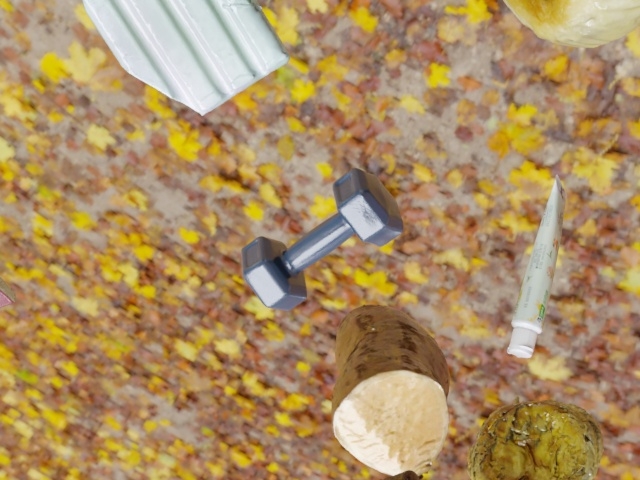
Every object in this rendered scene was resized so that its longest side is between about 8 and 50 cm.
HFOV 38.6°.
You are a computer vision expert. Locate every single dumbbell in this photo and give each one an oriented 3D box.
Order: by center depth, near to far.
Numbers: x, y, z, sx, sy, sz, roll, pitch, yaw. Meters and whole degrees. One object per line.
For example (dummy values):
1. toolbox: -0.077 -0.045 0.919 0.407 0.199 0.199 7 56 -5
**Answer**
1. dumbbell: 0.001 0.000 1.764 0.316 0.143 0.156 -35 96 20

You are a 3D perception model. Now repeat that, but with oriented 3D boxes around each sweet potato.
1. sweet potato: 0.080 0.139 1.047 0.131 0.336 0.131 1 106 3

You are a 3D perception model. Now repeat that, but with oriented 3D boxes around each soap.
1. soap: -0.279 -0.444 1.613 0.261 0.156 0.446 -32 107 4

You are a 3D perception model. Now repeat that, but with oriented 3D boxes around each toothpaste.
1. toothpaste: 0.373 0.044 1.540 0.056 0.314 0.058 22 161 -11

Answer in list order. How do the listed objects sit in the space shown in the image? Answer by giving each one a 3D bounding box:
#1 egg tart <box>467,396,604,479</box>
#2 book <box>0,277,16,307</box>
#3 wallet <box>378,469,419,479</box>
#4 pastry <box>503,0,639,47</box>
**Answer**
1. egg tart: 0.361 0.370 1.517 0.232 0.252 0.098 -18 122 4
2. book: -0.483 0.053 1.011 0.232 0.022 0.162 -18 136 8
3. wallet: -0.038 0.234 0.550 0.243 0.132 0.039 -26 137 28
4. pastry: 0.502 -0.561 1.703 0.388 0.313 0.388 48 153 33
